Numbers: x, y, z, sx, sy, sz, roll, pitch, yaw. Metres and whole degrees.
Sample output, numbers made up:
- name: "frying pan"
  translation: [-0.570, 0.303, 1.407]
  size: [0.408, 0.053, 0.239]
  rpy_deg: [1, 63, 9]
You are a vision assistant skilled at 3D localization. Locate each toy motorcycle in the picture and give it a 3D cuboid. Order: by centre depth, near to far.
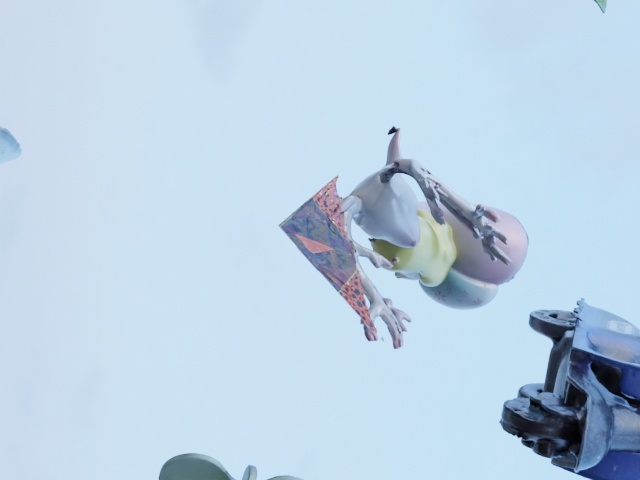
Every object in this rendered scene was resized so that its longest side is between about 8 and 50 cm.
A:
- name: "toy motorcycle"
  translation: [0.278, 0.140, 1.462]
  size: [0.358, 0.213, 0.125]
  rpy_deg: [-39, 137, -75]

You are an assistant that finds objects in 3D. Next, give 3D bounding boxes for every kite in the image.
- name: "kite"
  translation: [-0.001, 0.001, 1.742]
  size: [0.008, 0.125, 0.222]
  rpy_deg: [-36, -129, 30]

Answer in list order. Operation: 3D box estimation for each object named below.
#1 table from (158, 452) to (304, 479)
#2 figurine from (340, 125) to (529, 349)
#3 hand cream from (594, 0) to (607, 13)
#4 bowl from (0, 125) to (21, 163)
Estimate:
- name: "table"
  translation: [-0.081, 0.292, 1.288]
  size: [0.198, 0.167, 0.166]
  rpy_deg: [-86, -167, -53]
- name: "figurine"
  translation: [0.136, -0.004, 2.021]
  size: [0.206, 0.316, 0.284]
  rpy_deg: [-50, -128, 15]
- name: "hand cream"
  translation: [0.243, -0.283, 1.511]
  size: [0.046, 0.095, 0.175]
  rpy_deg: [-28, -158, 26]
- name: "bowl"
  translation: [-0.387, -0.086, 1.196]
  size: [0.146, 0.313, 0.313]
  rpy_deg: [-62, -162, -8]
